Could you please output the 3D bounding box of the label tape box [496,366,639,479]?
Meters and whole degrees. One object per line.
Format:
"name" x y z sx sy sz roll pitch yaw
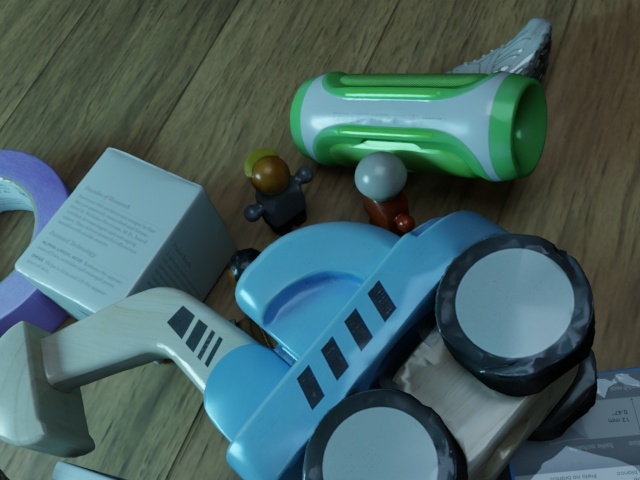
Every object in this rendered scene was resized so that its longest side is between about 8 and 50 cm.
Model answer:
"label tape box" 0.226 0.305 0.662 0.249 0.115 0.347 -8 59 7

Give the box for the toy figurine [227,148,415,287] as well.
"toy figurine" 0.000 0.000 0.846 0.210 0.148 0.212 6 64 13

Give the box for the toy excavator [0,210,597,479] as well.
"toy excavator" -0.045 0.111 0.653 0.445 0.222 0.433 37 83 32

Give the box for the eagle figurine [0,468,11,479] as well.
"eagle figurine" -0.280 0.395 0.653 0.225 0.226 0.298 -37 34 34

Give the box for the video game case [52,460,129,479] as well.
"video game case" -0.134 0.250 0.677 0.190 0.173 0.022 -7 59 47

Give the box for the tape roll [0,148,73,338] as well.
"tape roll" -0.440 0.016 0.950 0.275 0.090 0.274 -4 61 7

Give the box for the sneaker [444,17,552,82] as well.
"sneaker" 0.223 -0.218 0.961 0.115 0.090 0.232 27 69 26

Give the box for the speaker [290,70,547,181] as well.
"speaker" 0.110 -0.142 0.876 0.297 0.131 0.131 9 63 35

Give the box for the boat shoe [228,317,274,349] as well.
"boat shoe" -0.011 0.211 0.766 0.105 0.110 0.307 -22 70 -6

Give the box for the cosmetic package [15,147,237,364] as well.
"cosmetic package" -0.224 0.020 0.874 0.152 0.151 0.183 23 67 21
